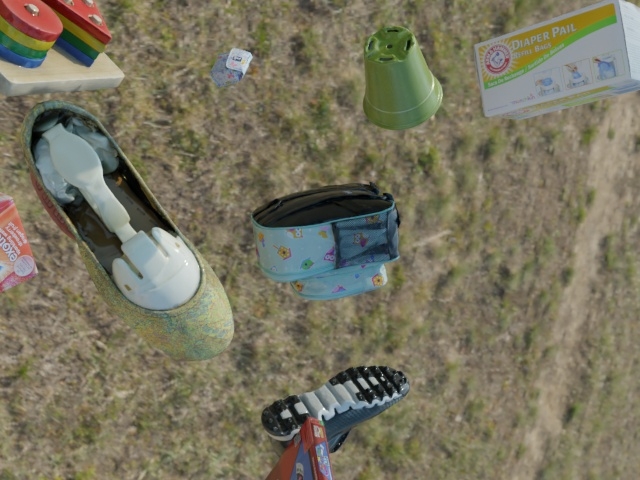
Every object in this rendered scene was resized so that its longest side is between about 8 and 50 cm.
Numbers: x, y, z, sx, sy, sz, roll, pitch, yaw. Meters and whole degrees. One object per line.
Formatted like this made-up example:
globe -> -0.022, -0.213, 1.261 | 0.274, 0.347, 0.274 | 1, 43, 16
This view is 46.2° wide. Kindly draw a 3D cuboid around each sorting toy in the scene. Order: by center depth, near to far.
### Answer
sorting toy -> -0.415, -0.329, 1.047 | 0.089, 0.255, 0.257 | -45, 176, 23

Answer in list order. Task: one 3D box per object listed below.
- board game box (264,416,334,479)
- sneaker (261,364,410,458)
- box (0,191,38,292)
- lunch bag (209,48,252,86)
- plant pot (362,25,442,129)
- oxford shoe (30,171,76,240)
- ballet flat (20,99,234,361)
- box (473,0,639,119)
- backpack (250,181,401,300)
board game box -> -0.021, 0.371, 0.928 | 0.027, 0.281, 0.145 | 20, 117, -21
sneaker -> 0.024, 0.259, 1.113 | 0.234, 0.078, 0.106 | -17, 130, -20
box -> -0.544, -0.011, 1.100 | 0.122, 0.256, 0.128 | -32, 127, -39
lunch bag -> -0.197, -0.389, 1.674 | 0.053, 0.083, 0.071 | 56, 40, -42
plant pot -> 0.074, -0.166, 0.746 | 0.083, 0.083, 0.079 | -57, 150, -19
oxford shoe -> -0.407, -0.037, 1.501 | 0.140, 0.397, 0.146 | -48, 177, 3
ballet flat -> -0.220, -0.013, 0.835 | 0.123, 0.123, 0.349 | -32, 83, -39
box -> 0.325, -0.236, 1.010 | 0.114, 0.203, 0.103 | -7, 88, -49
backpack -> 0.000, 0.000, 1.029 | 0.188, 0.166, 0.144 | -4, 108, -13
